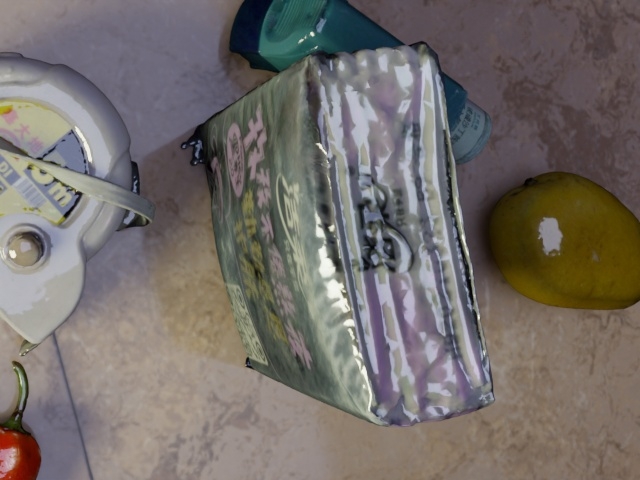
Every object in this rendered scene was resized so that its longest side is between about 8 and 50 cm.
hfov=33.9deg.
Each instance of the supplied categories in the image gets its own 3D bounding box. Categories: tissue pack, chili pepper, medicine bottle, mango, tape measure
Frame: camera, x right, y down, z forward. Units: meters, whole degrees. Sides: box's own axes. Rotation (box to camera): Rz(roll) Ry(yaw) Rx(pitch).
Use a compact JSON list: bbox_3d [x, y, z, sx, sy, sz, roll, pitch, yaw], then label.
[{"bbox_3d":[0.000,0.000,0.839,0.122,0.361,0.260,-13,92,-18],"label":"tissue pack"},{"bbox_3d":[-0.286,0.238,0.897,0.071,0.063,0.272,11,88,-6],"label":"chili pepper"},{"bbox_3d":[0.046,-0.157,1.000,0.258,0.124,0.079,29,76,-28],"label":"medicine bottle"},{"bbox_3d":[0.259,0.008,1.067,0.195,0.098,0.137,30,77,-23],"label":"mango"},{"bbox_3d":[-0.253,-0.054,0.881,0.197,0.120,0.236,-41,106,-9],"label":"tape measure"}]
